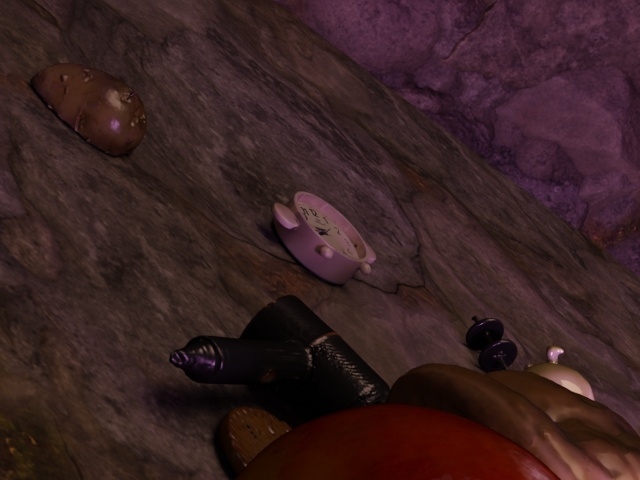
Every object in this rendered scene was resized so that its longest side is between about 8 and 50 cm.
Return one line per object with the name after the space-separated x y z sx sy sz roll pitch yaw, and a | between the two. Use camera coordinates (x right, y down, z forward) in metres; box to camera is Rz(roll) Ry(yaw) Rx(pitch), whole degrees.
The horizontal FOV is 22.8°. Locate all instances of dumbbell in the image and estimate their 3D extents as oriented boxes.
0.282 0.173 2.624 0.069 0.069 0.147 29 22 -37 | dumbbell

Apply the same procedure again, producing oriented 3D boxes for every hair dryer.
-0.062 0.154 1.816 0.189 0.107 0.352 42 15 24 | hair dryer

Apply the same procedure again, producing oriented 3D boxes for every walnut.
0.214 0.314 1.699 0.383 0.383 0.383 38 18 -14 | walnut

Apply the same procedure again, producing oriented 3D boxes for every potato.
-0.300 -0.190 2.183 0.172 0.089 0.101 33 22 -33 | potato

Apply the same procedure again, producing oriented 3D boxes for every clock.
0.000 0.000 2.439 0.229 0.063 0.156 21 30 -44 | clock

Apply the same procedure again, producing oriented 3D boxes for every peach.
0.088 0.321 1.360 0.388 0.388 0.388 38 18 -14 | peach

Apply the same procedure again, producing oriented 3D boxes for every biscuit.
-0.040 0.261 1.778 0.188 0.027 0.188 39 16 -14 | biscuit

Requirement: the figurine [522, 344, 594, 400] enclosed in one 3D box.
0.283 0.309 1.957 0.274 0.226 0.394 9 56 -18 | figurine
